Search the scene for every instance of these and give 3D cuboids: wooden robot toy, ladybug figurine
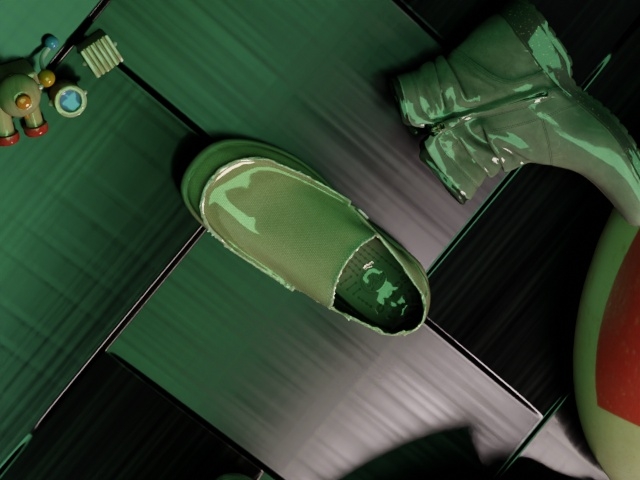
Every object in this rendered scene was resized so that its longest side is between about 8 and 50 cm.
[{"bbox_3d":[-0.239,-0.115,1.600,0.173,0.079,0.076,-19,111,-13],"label":"wooden robot toy"},{"bbox_3d":[0.405,0.061,1.834,0.305,0.162,0.449,8,103,-21],"label":"ladybug figurine"}]

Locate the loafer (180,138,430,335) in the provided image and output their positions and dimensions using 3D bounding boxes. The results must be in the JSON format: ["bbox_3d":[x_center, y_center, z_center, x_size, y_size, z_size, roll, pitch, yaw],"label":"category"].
[{"bbox_3d":[0.000,0.000,1.710,0.268,0.092,0.102,30,94,-24],"label":"loafer"}]

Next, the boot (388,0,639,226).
[{"bbox_3d":[0.180,-0.081,1.746,0.161,0.083,0.246,-37,93,-3],"label":"boot"}]

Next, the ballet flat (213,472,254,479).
[{"bbox_3d":[-0.124,0.305,1.770,0.072,0.068,0.213,35,92,-24],"label":"ballet flat"}]
